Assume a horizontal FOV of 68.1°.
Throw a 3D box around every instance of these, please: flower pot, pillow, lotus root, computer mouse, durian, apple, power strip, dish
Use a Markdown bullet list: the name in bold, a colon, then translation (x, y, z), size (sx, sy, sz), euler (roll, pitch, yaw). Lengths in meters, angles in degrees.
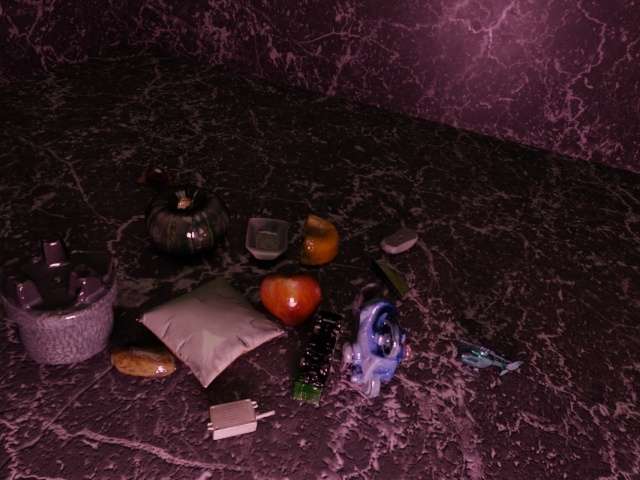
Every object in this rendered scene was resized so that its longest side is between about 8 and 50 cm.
- **flower pot**: translation (-0.682, 0.142, 1.280), size (0.299, 0.283, 0.299), euler (6, 36, -4)
- **pillow**: translation (-0.312, 0.244, 1.370), size (0.310, 0.119, 0.312), euler (38, 40, 24)
- **lotus root**: translation (-0.472, 0.316, 1.265), size (0.179, 0.081, 0.089), euler (9, 35, -5)
- **computer mouse**: translation (0.313, 0.012, 1.909), size (0.181, 0.056, 0.089), euler (-25, 43, -30)
- **durian**: translation (-0.672, -0.287, 2.019), size (0.186, 0.108, 0.119), euler (17, 36, 9)
- **apple**: translation (-0.092, 0.173, 1.483), size (0.195, 0.173, 0.160), euler (-2, 35, -10)
- **power strip**: translation (-0.199, 0.445, 1.192), size (0.175, 0.042, 0.075), euler (-3, 38, -21)
- **dish**: translation (-0.202, 0.007, 1.775), size (0.154, 0.064, 0.234), euler (6, 35, -7)

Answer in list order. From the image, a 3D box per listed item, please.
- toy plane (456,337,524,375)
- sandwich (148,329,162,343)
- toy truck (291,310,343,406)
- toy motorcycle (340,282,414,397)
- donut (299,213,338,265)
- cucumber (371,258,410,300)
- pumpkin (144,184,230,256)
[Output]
- **toy plane**: translation (0.503, 0.360, 1.451), size (0.235, 0.096, 0.060), euler (22, 36, -15)
- **sandwich**: translation (-0.468, 0.259, 1.391), size (0.069, 0.026, 0.101), euler (27, 39, 18)
- **toy truck**: translation (-0.002, 0.322, 1.344), size (0.088, 0.121, 0.259), euler (15, 36, 7)
- **toy motorcycle**: translation (0.127, 0.267, 1.287), size (0.182, 0.319, 0.241), euler (-20, 53, -31)
- **donut**: translation (0.004, -0.002, 1.825), size (0.152, 0.101, 0.259), euler (12, 31, -7)
- **cucumber**: translation (0.260, 0.142, 1.728), size (0.070, 0.046, 0.220), euler (-7, 41, -26)
- **pumpkin**: translation (-0.480, -0.081, 1.701), size (0.300, 0.207, 0.300), euler (2, 42, -2)
